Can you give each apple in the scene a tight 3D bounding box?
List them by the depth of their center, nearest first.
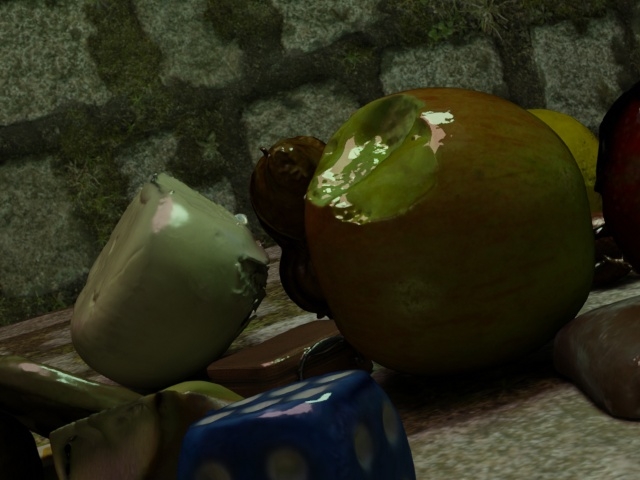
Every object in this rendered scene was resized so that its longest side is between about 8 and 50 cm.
[{"bbox_3d":[-0.117,0.201,1.025,0.193,0.120,0.265,9,-20,-33],"label":"apple"},{"bbox_3d":[0.152,-0.010,1.318,0.339,0.339,0.339,-15,6,2],"label":"apple"}]

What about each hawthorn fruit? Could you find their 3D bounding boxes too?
[{"bbox_3d":[0.462,-0.078,1.306,0.316,0.316,0.316,-15,6,2],"label":"hawthorn fruit"}]

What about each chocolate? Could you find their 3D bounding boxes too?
[{"bbox_3d":[0.319,0.094,1.109,0.161,0.083,0.261,-17,7,-5],"label":"chocolate"}]

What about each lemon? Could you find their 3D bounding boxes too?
[{"bbox_3d":[0.362,-0.097,1.958,0.310,0.258,0.258,-5,11,38],"label":"lemon"}]

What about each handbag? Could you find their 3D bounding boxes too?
[{"bbox_3d":[-0.033,0.159,1.450,0.193,0.072,0.151,-18,7,-37],"label":"handbag"}]

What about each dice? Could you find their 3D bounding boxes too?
[{"bbox_3d":[-0.012,0.181,0.844,0.143,0.146,0.146,-15,1,22],"label":"dice"}]

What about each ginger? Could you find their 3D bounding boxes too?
[{"bbox_3d":[-0.005,-0.010,1.719,0.152,0.357,0.274,-20,32,-4],"label":"ginger"}]

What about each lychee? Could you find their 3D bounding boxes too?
[{"bbox_3d":[0.398,0.010,1.593,0.114,0.101,0.140,-5,1,5],"label":"lychee"}]

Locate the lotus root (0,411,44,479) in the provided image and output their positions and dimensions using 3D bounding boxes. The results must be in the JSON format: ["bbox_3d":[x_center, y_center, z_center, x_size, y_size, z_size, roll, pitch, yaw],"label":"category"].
[{"bbox_3d":[-0.390,0.245,1.135,0.160,0.152,0.275,-15,3,21],"label":"lotus root"}]

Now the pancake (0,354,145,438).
[{"bbox_3d":[-0.253,0.181,1.225,0.294,0.049,0.294,12,-21,5],"label":"pancake"}]

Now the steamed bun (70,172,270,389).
[{"bbox_3d":[-0.223,0.079,1.737,0.312,0.233,0.334,-58,15,12],"label":"steamed bun"}]

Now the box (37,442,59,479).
[{"bbox_3d":[-0.396,0.287,1.336,0.247,0.033,0.129,-16,5,-12],"label":"box"}]
